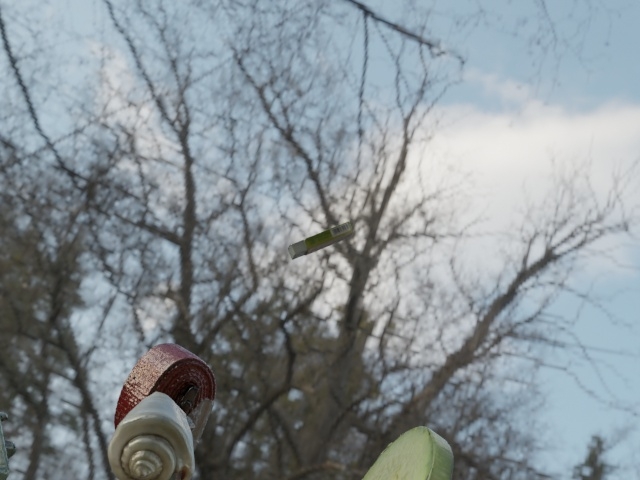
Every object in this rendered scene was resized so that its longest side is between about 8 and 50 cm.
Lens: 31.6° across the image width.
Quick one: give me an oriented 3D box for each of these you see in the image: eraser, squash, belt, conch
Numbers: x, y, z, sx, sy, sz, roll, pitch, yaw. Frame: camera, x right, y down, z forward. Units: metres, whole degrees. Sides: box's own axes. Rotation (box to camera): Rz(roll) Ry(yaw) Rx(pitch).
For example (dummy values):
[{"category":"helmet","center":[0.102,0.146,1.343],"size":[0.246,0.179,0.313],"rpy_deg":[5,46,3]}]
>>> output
[{"category":"eraser","center":[0.000,0.000,1.469],"size":[0.038,0.083,0.019],"rpy_deg":[129,-62,-76]},{"category":"squash","center":[0.064,0.289,1.166],"size":[0.041,0.219,0.219],"rpy_deg":[31,-37,-6]},{"category":"belt","center":[-0.255,0.278,1.881],"size":[0.128,0.201,0.124],"rpy_deg":[25,-4,-33]},{"category":"conch","center":[-0.203,0.247,1.389],"size":[0.104,0.094,0.176],"rpy_deg":[6,5,-5]}]

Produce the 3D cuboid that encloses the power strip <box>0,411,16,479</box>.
[{"category":"power strip","center":[-0.415,0.203,1.171],"size":[0.140,0.139,0.224],"rpy_deg":[-25,-22,19]}]
